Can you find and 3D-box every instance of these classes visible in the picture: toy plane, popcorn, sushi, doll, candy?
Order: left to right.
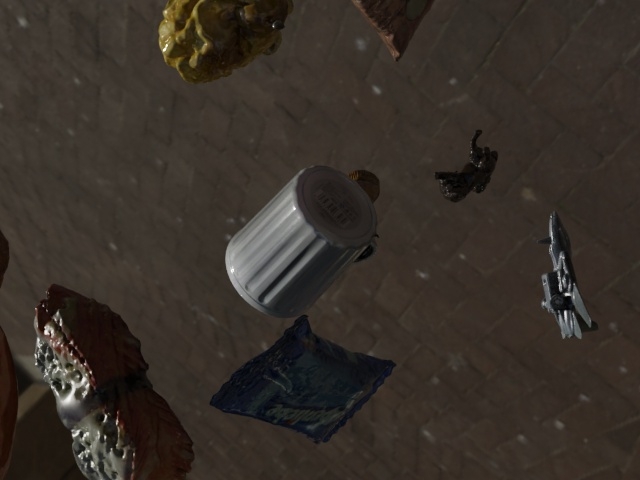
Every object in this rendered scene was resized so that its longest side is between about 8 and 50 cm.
[{"bbox_3d":[-0.278,0.212,1.198,0.130,0.124,0.332,-44,72,36],"label":"sushi"},{"bbox_3d":[-0.131,-0.309,1.278,0.140,0.194,0.163,58,-165,-8],"label":"popcorn"},{"bbox_3d":[-0.009,0.210,1.321,0.077,0.187,0.331,49,-171,37],"label":"candy"},{"bbox_3d":[0.274,-0.120,1.667,0.057,0.139,0.165,41,174,26],"label":"doll"},{"bbox_3d":[0.500,0.074,1.908,0.212,0.088,0.267,101,155,-84],"label":"toy plane"}]

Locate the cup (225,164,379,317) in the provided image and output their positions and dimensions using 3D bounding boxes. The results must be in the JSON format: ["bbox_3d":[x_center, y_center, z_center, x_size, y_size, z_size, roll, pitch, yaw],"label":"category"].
[{"bbox_3d":[-0.011,-0.011,1.399,0.167,0.221,0.202,49,133,5],"label":"cup"}]

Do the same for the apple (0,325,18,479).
[{"bbox_3d":[-0.518,0.178,0.892,0.391,0.391,0.346,35,-169,13],"label":"apple"}]

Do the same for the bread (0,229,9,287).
[{"bbox_3d":[-0.740,0.040,1.728,0.312,0.312,0.172,41,163,2],"label":"bread"}]

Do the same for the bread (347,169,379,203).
[{"bbox_3d":[0.085,-0.113,1.949,0.085,0.053,0.085,-1,129,-2],"label":"bread"}]

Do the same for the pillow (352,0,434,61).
[{"bbox_3d":[0.145,-0.469,1.600,0.084,0.236,0.223,31,175,40],"label":"pillow"}]
